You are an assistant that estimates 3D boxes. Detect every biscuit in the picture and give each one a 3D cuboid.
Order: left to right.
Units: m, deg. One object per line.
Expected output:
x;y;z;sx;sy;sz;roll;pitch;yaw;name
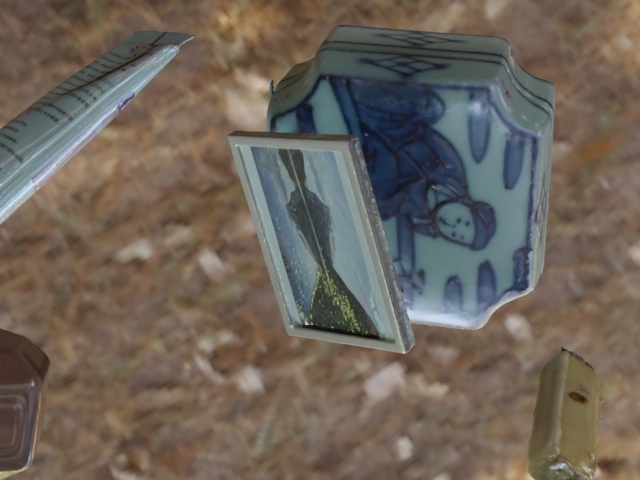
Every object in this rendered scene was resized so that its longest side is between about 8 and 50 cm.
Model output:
0.228;0.171;1.722;0.056;0.188;0.052;42;117;-13;biscuit

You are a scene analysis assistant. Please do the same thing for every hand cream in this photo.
-0.234;-0.069;1.431;0.331;0.085;0.058;-47;121;-25;hand cream

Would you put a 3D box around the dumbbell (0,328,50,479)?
-0.169;0.148;0.790;0.092;0.082;0.231;0;103;-34;dumbbell

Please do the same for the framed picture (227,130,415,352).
0.000;0.000;1.596;0.015;0.150;0.203;-35;119;-39;framed picture

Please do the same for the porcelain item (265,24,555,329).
0.087;-0.061;1.822;0.286;0.157;0.281;7;118;9;porcelain item
